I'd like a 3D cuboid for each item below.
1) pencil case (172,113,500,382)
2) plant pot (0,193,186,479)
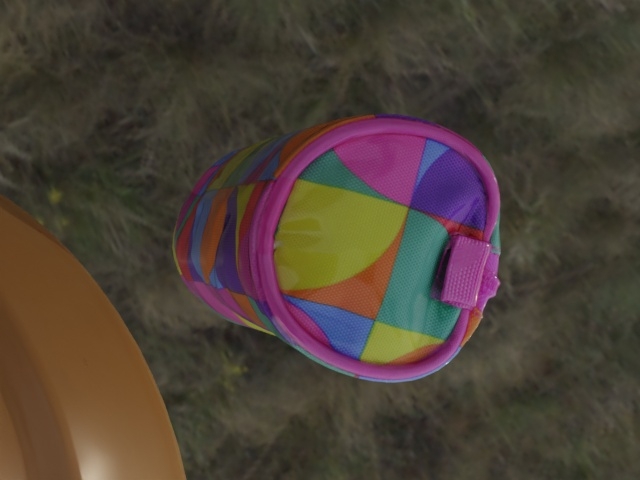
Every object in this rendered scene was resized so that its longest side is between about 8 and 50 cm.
[{"bbox_3d":[0.000,0.000,0.550,0.104,0.104,0.236,-24,-173,-10],"label":"pencil case"},{"bbox_3d":[-0.202,0.100,0.321,0.291,0.291,0.203,-37,164,10],"label":"plant pot"}]
